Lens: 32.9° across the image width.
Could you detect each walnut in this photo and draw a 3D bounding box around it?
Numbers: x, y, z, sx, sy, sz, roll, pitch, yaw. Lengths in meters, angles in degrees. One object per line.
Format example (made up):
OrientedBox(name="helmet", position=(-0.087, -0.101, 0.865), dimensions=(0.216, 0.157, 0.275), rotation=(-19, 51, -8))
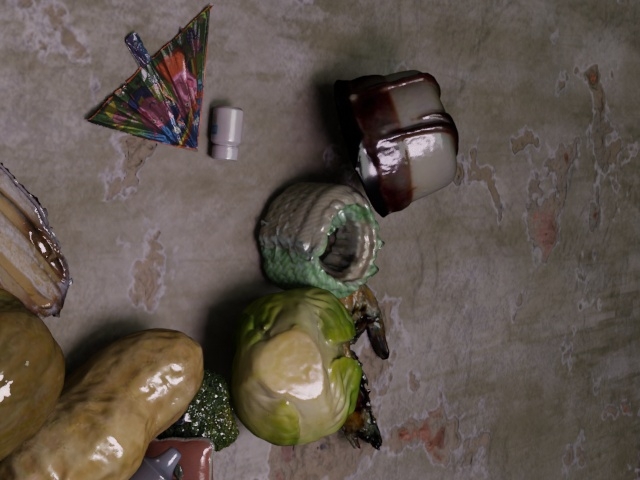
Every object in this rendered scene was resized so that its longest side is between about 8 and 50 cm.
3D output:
OrientedBox(name="walnut", position=(-0.466, 0.190, 1.389), dimensions=(0.283, 0.227, 0.283), rotation=(-41, 143, -41))

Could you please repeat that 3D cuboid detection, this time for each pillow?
OrientedBox(name="pillow", position=(-0.243, 0.395, 1.715), dimensions=(0.075, 0.171, 0.179), rotation=(-24, 112, -71))

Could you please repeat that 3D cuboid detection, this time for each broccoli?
OrientedBox(name="broccoli", position=(-0.210, 0.293, 1.776), dimensions=(0.138, 0.146, 0.162), rotation=(16, 67, -79))

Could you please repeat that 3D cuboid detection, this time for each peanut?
OrientedBox(name="peanut", position=(-0.320, 0.266, 1.592), dimensions=(0.387, 0.192, 0.169), rotation=(-47, 112, -33))

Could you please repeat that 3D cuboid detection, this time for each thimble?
OrientedBox(name="thimble", position=(0.000, 0.000, 1.953), dimensions=(0.219, 0.150, 0.219), rotation=(-9, 102, -49))

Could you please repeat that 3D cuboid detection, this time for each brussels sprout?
OrientedBox(name="brussels sprout", position=(-0.045, 0.212, 1.836), dimensions=(0.294, 0.227, 0.259), rotation=(100, -18, -86))

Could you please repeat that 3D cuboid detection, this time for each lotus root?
OrientedBox(name="lotus root", position=(-0.460, -0.011, 1.485), dimensions=(0.329, 0.078, 0.167), rotation=(58, 40, -40))

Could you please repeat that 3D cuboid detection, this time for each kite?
OrientedBox(name="kite", position=(-0.242, -0.239, 1.748), dimensions=(0.321, 0.016, 0.234), rotation=(-51, 129, -32))

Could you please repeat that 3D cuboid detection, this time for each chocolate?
OrientedBox(name="chocolate", position=(0.154, -0.198, 1.991), dimensions=(0.283, 0.186, 0.283), rotation=(-20, 90, -77))

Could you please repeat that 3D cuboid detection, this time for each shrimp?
OrientedBox(name="shrimp", position=(0.081, 0.237, 2.144), dimensions=(0.233, 0.071, 0.365), rotation=(-44, 120, -43))

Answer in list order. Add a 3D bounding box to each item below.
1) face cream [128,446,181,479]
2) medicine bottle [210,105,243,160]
OrientedBox(name="face cream", position=(-0.320, 0.431, 1.620), dimensions=(0.311, 0.092, 0.092), rotation=(-47, 130, -9))
OrientedBox(name="medicine bottle", position=(-0.158, -0.180, 1.823), dimensions=(0.052, 0.052, 0.089), rotation=(3, 92, -49))
